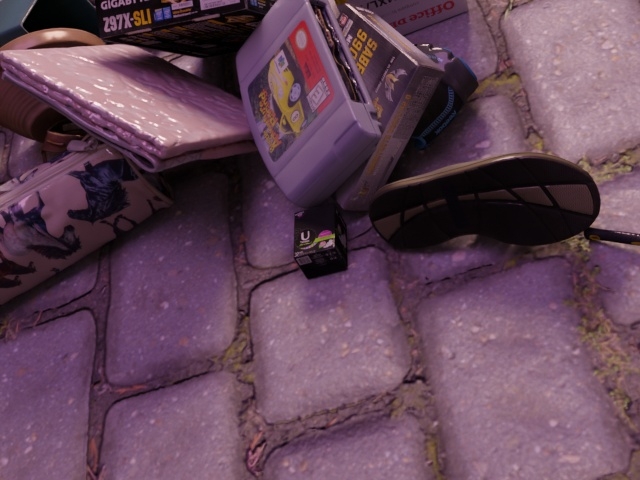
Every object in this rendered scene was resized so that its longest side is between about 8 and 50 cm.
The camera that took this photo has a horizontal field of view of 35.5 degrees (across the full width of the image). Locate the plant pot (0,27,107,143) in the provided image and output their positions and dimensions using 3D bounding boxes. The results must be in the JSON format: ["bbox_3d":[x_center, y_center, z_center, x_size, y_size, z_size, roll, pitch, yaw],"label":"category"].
[{"bbox_3d":[-0.452,-0.240,1.697,0.237,0.237,0.110,-27,67,4],"label":"plant pot"}]

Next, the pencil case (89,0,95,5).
[{"bbox_3d":[-0.371,-0.473,1.906,0.124,0.124,0.284,-42,44,-11],"label":"pencil case"}]

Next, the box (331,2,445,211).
[{"bbox_3d":[0.052,-0.184,1.392,0.183,0.056,0.231,50,124,39],"label":"box"}]

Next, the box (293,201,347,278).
[{"bbox_3d":[0.000,0.000,1.367,0.062,0.052,0.083,-14,47,16],"label":"box"}]

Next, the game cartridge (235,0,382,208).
[{"bbox_3d":[-0.028,-0.203,1.403,0.196,0.060,0.294,-48,53,41],"label":"game cartridge"}]

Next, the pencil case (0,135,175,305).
[{"bbox_3d":[-0.438,-0.032,1.528,0.410,0.183,0.160,-30,45,2],"label":"pencil case"}]

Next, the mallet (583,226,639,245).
[{"bbox_3d":[0.402,0.009,1.174,0.189,0.062,0.039,4,52,48],"label":"mallet"}]

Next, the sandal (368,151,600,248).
[{"bbox_3d":[0.205,-0.059,1.276,0.302,0.120,0.086,-3,23,31],"label":"sandal"}]

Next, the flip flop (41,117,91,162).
[{"bbox_3d":[-0.401,-0.170,1.644,0.277,0.080,0.112,-32,18,33],"label":"flip flop"}]

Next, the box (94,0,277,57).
[{"bbox_3d":[-0.162,-0.359,1.593,0.257,0.322,0.079,-8,92,24],"label":"box"}]

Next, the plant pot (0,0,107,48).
[{"bbox_3d":[-0.556,-0.376,1.897,0.234,0.166,0.165,-9,49,33],"label":"plant pot"}]

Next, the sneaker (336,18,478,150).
[{"bbox_3d":[0.063,-0.235,1.487,0.341,0.125,0.140,22,75,43],"label":"sneaker"}]

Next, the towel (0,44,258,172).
[{"bbox_3d":[-0.257,-0.206,1.494,0.332,0.053,0.317,31,26,22],"label":"towel"}]

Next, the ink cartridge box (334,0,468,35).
[{"bbox_3d":[0.093,-0.484,1.579,0.198,0.270,0.197,-19,48,12],"label":"ink cartridge box"}]
